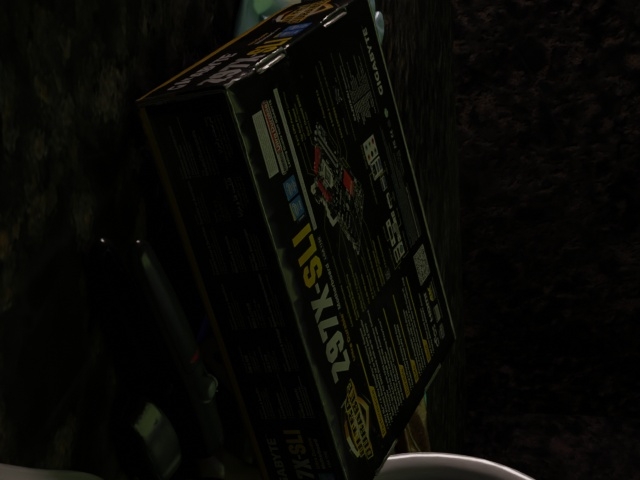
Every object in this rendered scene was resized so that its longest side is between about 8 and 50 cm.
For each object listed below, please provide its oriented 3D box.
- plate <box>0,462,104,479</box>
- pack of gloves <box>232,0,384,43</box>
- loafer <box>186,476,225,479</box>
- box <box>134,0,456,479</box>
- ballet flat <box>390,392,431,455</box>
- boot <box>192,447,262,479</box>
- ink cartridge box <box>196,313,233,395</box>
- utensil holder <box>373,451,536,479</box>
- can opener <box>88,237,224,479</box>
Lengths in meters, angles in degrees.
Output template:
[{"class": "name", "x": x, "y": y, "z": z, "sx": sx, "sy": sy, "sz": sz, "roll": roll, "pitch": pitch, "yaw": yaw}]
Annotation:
[{"class": "plate", "x": -0.147, "y": 0.240, "z": 0.550, "sx": 0.277, "sy": 0.045, "sz": 0.277, "roll": 56, "pitch": 37, "yaw": -72}, {"class": "pack of gloves", "x": 0.005, "y": -0.173, "z": 1.067, "sx": 0.195, "sy": 0.046, "sz": 0.232, "roll": 28, "pitch": 60, "yaw": -45}, {"class": "loafer", "x": -0.067, "y": 0.202, "z": 0.821, "sx": 0.220, "sy": 0.080, "sz": 0.078, "roll": 23, "pitch": 81, "yaw": -78}, {"class": "box", "x": 0.000, "y": 0.000, "z": 0.908, "sx": 0.257, "sy": 0.079, "sz": 0.321, "roll": -47, "pitch": 125, "yaw": -55}, {"class": "ballet flat", "x": 0.068, "y": 0.242, "z": 1.459, "sx": 0.124, "sy": 0.116, "sz": 0.342, "roll": -15, "pitch": 95, "yaw": -48}, {"class": "boot", "x": -0.047, "y": 0.188, "z": 0.936, "sx": 0.118, "sy": 0.087, "sz": 0.042, "roll": 76, "pitch": 20, "yaw": -51}, {"class": "ink cartridge box", "x": -0.041, "y": 0.045, "z": 0.996, "sx": 0.208, "sy": 0.045, "sz": 0.206, "roll": 58, "pitch": 27, "yaw": -31}, {"class": "utensil holder", "x": 0.117, "y": 0.460, "z": 1.202, "sx": 0.327, "sy": 0.328, "sz": 0.385, "roll": -74, "pitch": 164, "yaw": -52}, {"class": "can opener", "x": -0.097, "y": 0.073, "z": 0.744, "sx": 0.073, "sy": 0.059, "sz": 0.186, "roll": -74, "pitch": 162, "yaw": -51}]
